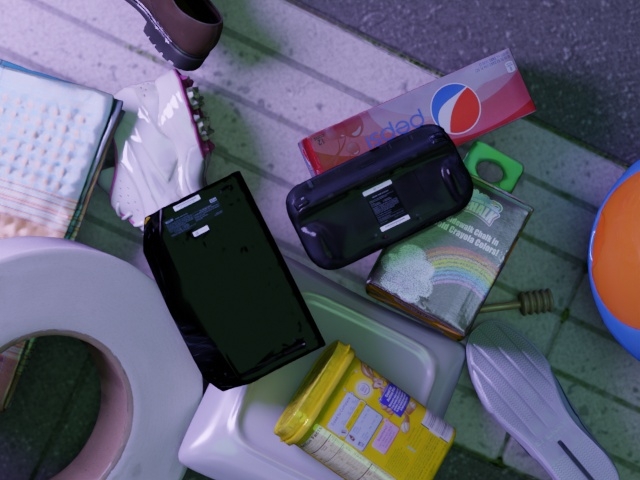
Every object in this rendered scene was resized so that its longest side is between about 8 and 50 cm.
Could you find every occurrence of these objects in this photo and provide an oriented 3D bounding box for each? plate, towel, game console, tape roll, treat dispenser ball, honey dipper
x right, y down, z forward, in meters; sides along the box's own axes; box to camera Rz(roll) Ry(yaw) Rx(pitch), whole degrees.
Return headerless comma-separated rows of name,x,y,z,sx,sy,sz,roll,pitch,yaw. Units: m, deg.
plate,0.015,0.181,1.574,0.278,0.045,0.277,27,67,-9
towel,-0.401,-0.026,1.526,0.272,0.040,0.370,20,90,9
game console,0.000,0.000,1.493,0.361,0.044,0.213,-26,91,-5
tape roll,-0.306,0.189,1.471,0.392,0.072,0.391,-10,106,-35
treat dispenser ball,0.450,0.023,1.558,0.288,0.288,0.288,0,91,-8
honey dipper,0.199,0.081,1.653,0.161,0.030,0.030,-6,92,-4

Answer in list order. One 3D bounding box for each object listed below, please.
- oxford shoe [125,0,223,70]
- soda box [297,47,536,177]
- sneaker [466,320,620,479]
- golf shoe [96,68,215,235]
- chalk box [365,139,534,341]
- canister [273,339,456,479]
oxford shoe,-0.188,-0.306,1.542,0.227,0.096,0.083,46,42,1
soda box,0.111,-0.133,1.602,0.263,0.092,0.083,-25,94,-7
sneaker,0.259,0.213,1.635,0.094,0.091,0.258,-32,75,-2
golf shoe,-0.173,-0.035,1.563,0.140,0.115,0.306,-14,85,1
chalk box,0.157,-0.008,1.582,0.132,0.132,0.213,29,84,5
canister,0.051,0.209,1.512,0.170,0.073,0.126,37,65,-6
